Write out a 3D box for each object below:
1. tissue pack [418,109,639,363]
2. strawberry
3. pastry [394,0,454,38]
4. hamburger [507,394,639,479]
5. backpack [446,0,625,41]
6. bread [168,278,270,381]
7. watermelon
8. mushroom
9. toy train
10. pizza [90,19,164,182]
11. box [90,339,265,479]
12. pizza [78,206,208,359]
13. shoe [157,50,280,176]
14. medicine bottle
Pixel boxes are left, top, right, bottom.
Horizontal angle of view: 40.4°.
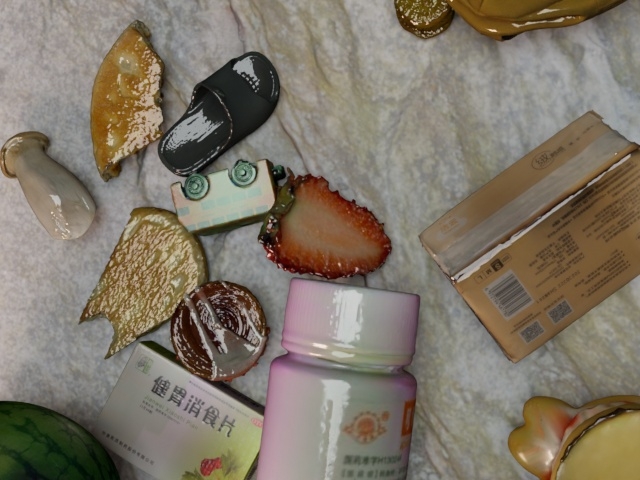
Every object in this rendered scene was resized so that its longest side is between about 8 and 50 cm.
[{"bbox_3d":[0.315,-0.022,1.255,0.305,0.238,0.238,-37,81,6],"label":"tissue pack"},{"bbox_3d":[-0.004,0.000,1.337,0.208,0.087,0.167,37,63,-20],"label":"strawberry"},{"bbox_3d":[0.164,-0.372,1.356,0.097,0.057,0.109,4,87,12],"label":"pastry"},{"bbox_3d":[0.416,0.337,1.206,0.303,0.186,0.261,17,91,1],"label":"hamburger"},{"bbox_3d":[0.334,-0.483,1.256,0.378,0.201,0.353,-20,78,1],"label":"backpack"},{"bbox_3d":[-0.159,0.142,1.360,0.160,0.073,0.160,1,85,-12],"label":"bread"},{"bbox_3d":[-0.465,0.406,1.289,0.363,0.363,0.363,-1,87,10],"label":"watermelon"},{"bbox_3d":[-0.449,-0.087,1.438,0.212,0.088,0.097,44,127,15],"label":"mushroom"},{"bbox_3d":[-0.144,-0.071,1.387,0.188,0.072,0.099,-14,82,9],"label":"toy train"},{"bbox_3d":[-0.317,-0.231,1.436,0.134,0.056,0.271,1,86,12],"label":"pizza"},{"bbox_3d":[-0.215,0.298,1.386,0.260,0.062,0.175,28,92,11],"label":"box"},{"bbox_3d":[-0.287,0.079,1.423,0.181,0.034,0.262,33,90,10],"label":"pizza"},{"bbox_3d":[-0.163,-0.203,1.381,0.241,0.093,0.108,-45,80,-1],"label":"shoe"},{"bbox_3d":[0.026,0.256,1.266,0.219,0.219,0.388,6,87,11],"label":"medicine bottle"}]
